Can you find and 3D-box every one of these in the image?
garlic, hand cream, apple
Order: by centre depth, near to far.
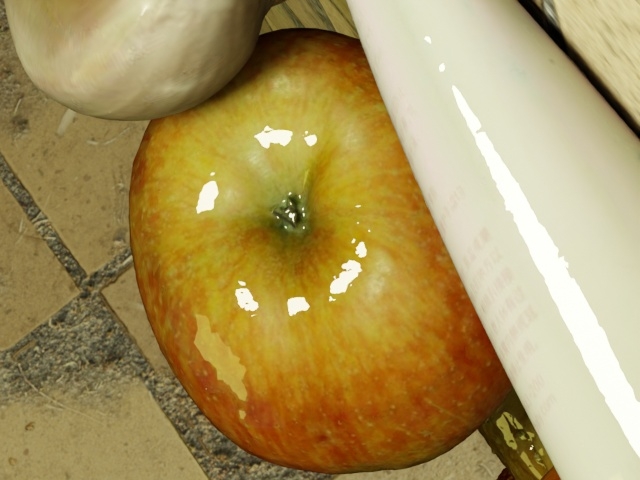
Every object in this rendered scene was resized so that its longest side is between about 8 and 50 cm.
[{"bbox_3d":[0.094,-0.030,0.871,0.358,0.118,0.185,61,-174,22],"label":"hand cream"},{"bbox_3d":[-0.143,-0.224,1.283,0.340,0.231,0.246,46,180,26],"label":"garlic"},{"bbox_3d":[0.000,0.000,1.347,0.309,0.277,0.250,37,166,40],"label":"apple"}]

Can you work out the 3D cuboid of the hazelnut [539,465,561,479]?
[{"bbox_3d":[0.194,0.169,0.932,0.212,0.181,0.181,34,162,16],"label":"hazelnut"}]

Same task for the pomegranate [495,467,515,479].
[{"bbox_3d":[0.251,0.237,1.751,0.214,0.214,0.248,-128,33,-49],"label":"pomegranate"}]

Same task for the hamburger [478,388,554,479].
[{"bbox_3d":[0.219,0.170,1.518,0.285,0.134,0.265,55,179,32],"label":"hamburger"}]
